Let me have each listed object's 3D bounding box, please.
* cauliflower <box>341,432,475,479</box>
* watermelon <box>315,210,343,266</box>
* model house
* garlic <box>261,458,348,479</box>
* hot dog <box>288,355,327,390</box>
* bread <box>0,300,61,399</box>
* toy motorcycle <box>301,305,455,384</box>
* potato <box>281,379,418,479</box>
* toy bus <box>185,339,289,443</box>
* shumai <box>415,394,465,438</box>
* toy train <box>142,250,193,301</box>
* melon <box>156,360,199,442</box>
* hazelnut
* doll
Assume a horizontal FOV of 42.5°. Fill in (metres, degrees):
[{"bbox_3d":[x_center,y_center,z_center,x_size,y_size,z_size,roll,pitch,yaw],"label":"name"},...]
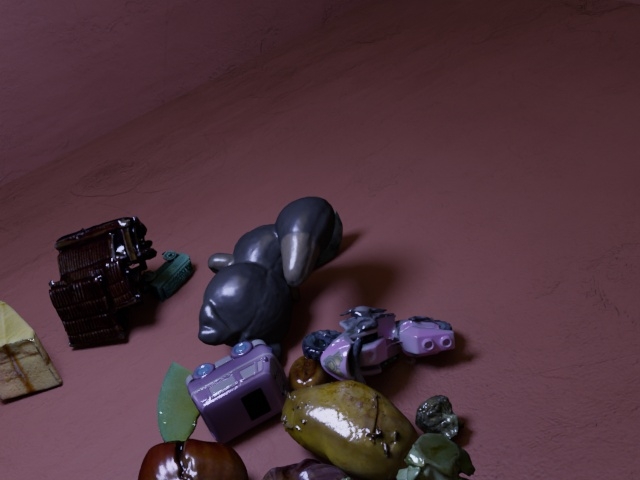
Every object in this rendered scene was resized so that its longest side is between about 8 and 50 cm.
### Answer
[{"bbox_3d":[0.172,0.436,1.303,0.272,0.250,0.275,17,3,32],"label":"cauliflower"},{"bbox_3d":[0.006,0.003,2.184,0.180,0.081,0.094,-49,51,18],"label":"watermelon"},{"bbox_3d":[-0.548,0.129,2.184,0.317,0.297,0.282,-15,72,17],"label":"model house"},{"bbox_3d":[-0.045,0.483,1.444,0.245,0.160,0.245,-22,31,14],"label":"garlic"},{"bbox_3d":[-0.025,0.300,1.800,0.090,0.060,0.140,-19,26,8],"label":"hot dog"},{"bbox_3d":[-0.759,0.259,2.133,0.163,0.167,0.264,-16,32,3],"label":"bread"},{"bbox_3d":[0.126,0.224,1.732,0.327,0.143,0.188,-6,14,-3],"label":"toy motorcycle"},{"bbox_3d":[0.052,0.358,1.595,0.300,0.140,0.173,17,50,40],"label":"potato"},{"bbox_3d":[-0.170,0.322,1.765,0.202,0.142,0.142,-28,28,-11],"label":"toy bus"},{"bbox_3d":[0.230,0.351,1.580,0.083,0.082,0.080,-43,34,7],"label":"shumai"},{"bbox_3d":[-0.423,0.097,2.291,0.099,0.070,0.172,17,47,29],"label":"toy train"},{"bbox_3d":[-0.310,0.385,1.848,0.114,0.053,0.261,1,38,-2],"label":"melon"},{"bbox_3d":[-0.242,0.465,1.552,0.212,0.181,0.181,-11,-9,-5],"label":"hazelnut"},{"bbox_3d":[-0.140,0.086,1.909,0.252,0.378,0.382,17,50,-7],"label":"doll"}]
